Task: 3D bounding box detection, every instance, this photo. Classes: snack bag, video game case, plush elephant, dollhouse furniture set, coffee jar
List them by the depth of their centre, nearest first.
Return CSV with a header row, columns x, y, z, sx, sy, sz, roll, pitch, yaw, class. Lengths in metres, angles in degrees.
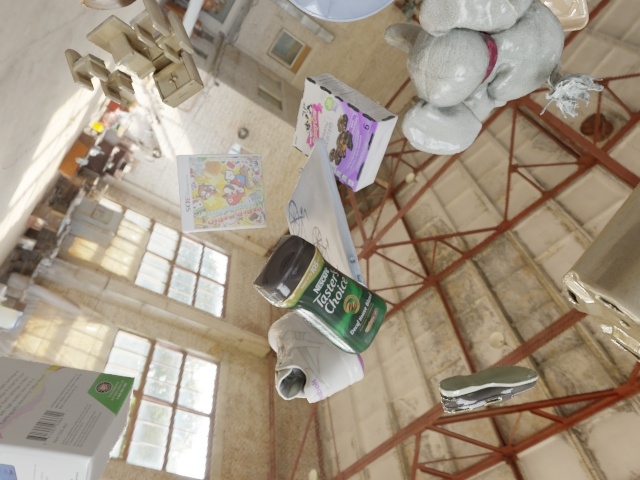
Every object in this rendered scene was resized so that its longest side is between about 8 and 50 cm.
x,y,z,sx,sy,sz,roll,pitch,yaw,class
0.001,0.074,0.611,0.079,0.184,0.096,-2,-126,59,coffee jar
0.222,-0.290,0.694,0.330,0.256,0.271,-117,-150,-44,plush elephant
0.000,0.000,0.912,0.342,0.037,0.322,123,-44,-64,snack bag
-0.386,-0.417,0.959,0.212,0.242,0.160,-27,-102,16,dollhouse furniture set
-0.266,-0.132,1.207,0.026,0.227,0.206,-179,-95,-70,video game case

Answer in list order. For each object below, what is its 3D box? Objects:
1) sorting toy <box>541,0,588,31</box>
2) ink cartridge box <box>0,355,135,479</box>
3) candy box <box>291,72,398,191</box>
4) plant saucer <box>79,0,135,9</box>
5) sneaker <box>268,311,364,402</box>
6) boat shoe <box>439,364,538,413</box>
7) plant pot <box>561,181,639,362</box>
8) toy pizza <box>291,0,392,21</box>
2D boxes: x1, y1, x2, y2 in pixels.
x,y,z,sx,sy,sz,roll,pitch,yaw,class
0.489,-0.566,0.999,0.193,0.208,0.038,16,-113,44,sorting toy
-0.370,0.234,0.557,0.154,0.213,0.093,-102,-153,-71,ink cartridge box
0.042,-0.226,0.919,0.196,0.070,0.164,40,-43,24,candy box
-0.206,-0.343,0.510,0.198,0.036,0.198,-45,-156,26,plant saucer
-0.052,0.233,0.897,0.152,0.114,0.305,-28,-164,-27,sneaker
0.387,0.344,1.021,0.081,0.228,0.068,-110,-169,-80,boat shoe
0.573,0.034,0.684,0.305,0.334,0.334,-44,-154,2,plant pot
0.029,-0.383,0.567,0.201,0.201,0.032,-38,-141,43,toy pizza
